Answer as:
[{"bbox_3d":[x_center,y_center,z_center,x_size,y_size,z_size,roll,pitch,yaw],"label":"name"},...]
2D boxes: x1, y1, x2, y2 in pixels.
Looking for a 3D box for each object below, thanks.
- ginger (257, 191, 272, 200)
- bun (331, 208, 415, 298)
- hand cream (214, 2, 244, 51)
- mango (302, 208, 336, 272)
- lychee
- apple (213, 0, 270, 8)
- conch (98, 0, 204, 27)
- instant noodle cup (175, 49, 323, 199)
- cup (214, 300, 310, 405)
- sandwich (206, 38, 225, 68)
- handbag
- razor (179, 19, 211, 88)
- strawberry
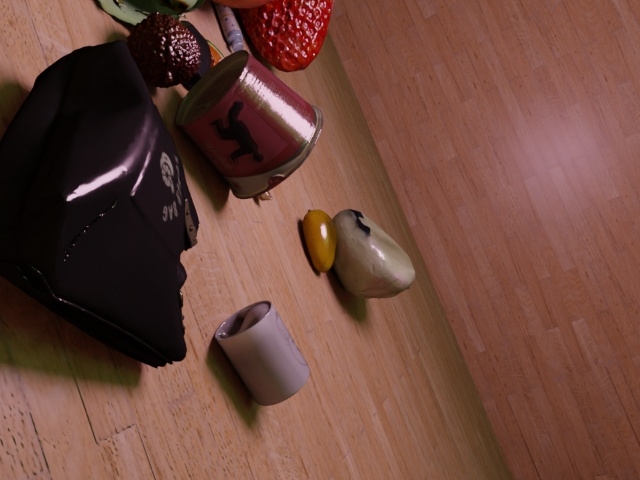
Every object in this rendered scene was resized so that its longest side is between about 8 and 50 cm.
[{"bbox_3d":[-0.134,-0.145,1.208,0.057,0.044,0.137,74,6,-54],"label":"ginger"},{"bbox_3d":[0.112,0.054,1.491,0.283,0.179,0.283,42,14,-13],"label":"bun"},{"bbox_3d":[-0.236,-0.562,1.430,0.065,0.043,0.170,24,43,-65],"label":"hand cream"},{"bbox_3d":[0.000,0.000,1.369,0.103,0.076,0.160,43,37,-65],"label":"mango"},{"bbox_3d":[-0.263,-0.314,0.921,0.129,0.123,0.123,52,11,23],"label":"lychee"},{"bbox_3d":[-0.196,-0.728,1.257,0.364,0.364,0.363,55,21,-33],"label":"apple"},{"bbox_3d":[-0.293,-0.438,0.984,0.137,0.143,0.250,22,43,-3],"label":"conch"},{"bbox_3d":[-0.136,-0.218,1.013,0.178,0.235,0.234,44,27,-34],"label":"instant noodle cup"},{"bbox_3d":[-0.084,0.163,0.863,0.133,0.099,0.136,61,19,-15],"label":"cup"},{"bbox_3d":[-0.239,-0.406,1.258,0.101,0.026,0.069,37,38,-53],"label":"sandwich"},{"bbox_3d":[-0.224,-0.027,0.642,0.288,0.152,0.342,66,13,-45],"label":"handbag"},{"bbox_3d":[-0.257,-0.369,1.104,0.090,0.054,0.148,44,28,-44],"label":"razor"},{"bbox_3d":[-0.099,-0.664,1.614,0.291,0.292,0.309,-75,165,-63],"label":"strawberry"}]
